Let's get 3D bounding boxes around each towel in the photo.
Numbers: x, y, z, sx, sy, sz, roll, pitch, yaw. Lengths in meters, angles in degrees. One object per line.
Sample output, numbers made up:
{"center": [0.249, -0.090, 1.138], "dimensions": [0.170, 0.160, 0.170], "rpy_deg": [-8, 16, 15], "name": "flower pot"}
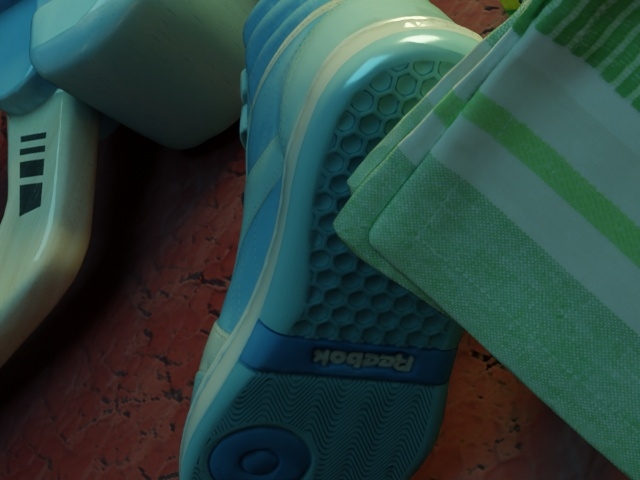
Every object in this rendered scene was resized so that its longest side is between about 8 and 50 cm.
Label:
{"center": [0.181, -0.035, 0.426], "dimensions": [0.325, 0.248, 0.038], "rpy_deg": [-50, -1, 34], "name": "towel"}

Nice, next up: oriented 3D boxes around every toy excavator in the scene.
{"center": [-0.176, -0.111, 0.891], "dimensions": [0.433, 0.222, 0.445], "rpy_deg": [-23, 56, 28], "name": "toy excavator"}

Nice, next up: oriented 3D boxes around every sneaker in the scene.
{"center": [0.000, 0.000, 0.658], "dimensions": [0.208, 0.127, 0.319], "rpy_deg": [-106, 34, -55], "name": "sneaker"}

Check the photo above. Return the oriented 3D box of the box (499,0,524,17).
{"center": [0.167, -0.195, 0.746], "dimensions": [0.105, 0.043, 0.179], "rpy_deg": [-10, 46, 35], "name": "box"}
